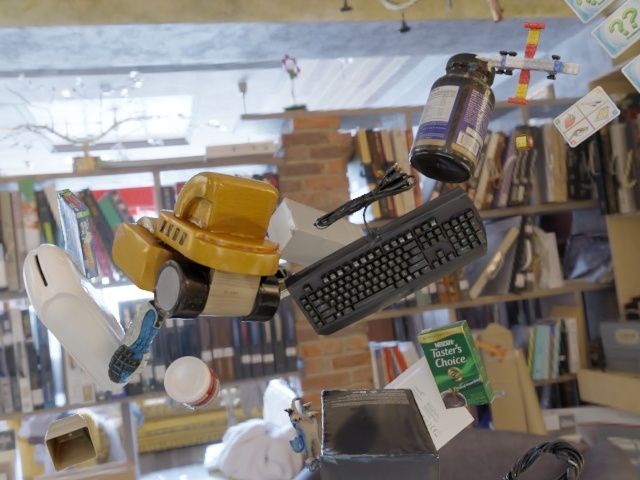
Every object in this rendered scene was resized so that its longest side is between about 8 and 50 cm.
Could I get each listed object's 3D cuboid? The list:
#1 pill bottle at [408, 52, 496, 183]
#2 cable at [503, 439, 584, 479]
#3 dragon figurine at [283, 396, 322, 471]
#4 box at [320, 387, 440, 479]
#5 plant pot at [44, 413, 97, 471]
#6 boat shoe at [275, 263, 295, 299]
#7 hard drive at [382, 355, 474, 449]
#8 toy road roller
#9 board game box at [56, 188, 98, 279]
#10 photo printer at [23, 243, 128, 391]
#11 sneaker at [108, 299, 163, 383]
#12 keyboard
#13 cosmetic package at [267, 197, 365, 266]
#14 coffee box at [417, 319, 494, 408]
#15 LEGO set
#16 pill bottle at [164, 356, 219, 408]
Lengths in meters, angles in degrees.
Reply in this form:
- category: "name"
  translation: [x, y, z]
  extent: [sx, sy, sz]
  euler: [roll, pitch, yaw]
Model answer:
- category: "pill bottle"
  translation: [0.250, -0.226, 1.182]
  extent: [0.123, 0.219, 0.123]
  euler: [19, -15, 5]
- category: "cable"
  translation: [0.493, 0.513, 1.442]
  extent: [0.185, 0.047, 0.150]
  euler: [-26, 21, 41]
- category: "dragon figurine"
  translation: [-0.043, 0.532, 1.778]
  extent: [0.085, 0.143, 0.289]
  euler: [-11, 7, -17]
- category: "box"
  translation: [0.090, 0.463, 1.087]
  extent: [0.179, 0.343, 0.312]
  euler: [-1, 5, 1]
- category: "plant pot"
  translation: [-0.665, 0.525, 1.709]
  extent: [0.109, 0.109, 0.096]
  euler: [-16, 26, -20]
- category: "boat shoe"
  translation: [-0.102, 0.097, 1.599]
  extent: [0.078, 0.070, 0.219]
  euler: [11, 12, 11]
- category: "hard drive"
  translation: [0.188, 0.445, 1.522]
  extent: [0.308, 0.203, 0.040]
  euler: [-38, 13, -4]
- category: "toy road roller"
  translation: [-0.199, -0.010, 1.124]
  extent: [0.203, 0.240, 0.330]
  euler: [9, 11, -41]
- category: "board game box"
  translation: [-0.624, -0.017, 1.654]
  extent: [0.035, 0.201, 0.136]
  euler: [-20, 38, -34]
- category: "photo printer"
  translation: [-0.542, 0.160, 1.428]
  extent: [0.107, 0.307, 0.256]
  euler: [-33, 38, -13]
- category: "sneaker"
  translation: [-0.397, 0.219, 1.390]
  extent: [0.071, 0.190, 0.083]
  euler: [31, -16, -17]
- category: "keyboard"
  translation: [0.090, 0.009, 0.999]
  extent: [0.317, 0.201, 0.033]
  euler: [-29, 17, 8]
- category: "cosmetic package"
  translation: [0.000, 0.000, 1.538]
  extent: [0.238, 0.127, 0.107]
  euler: [17, -58, -30]
- category: "coffee box"
  translation: [0.296, 0.275, 1.412]
  extent: [0.113, 0.184, 0.040]
  euler: [-18, 5, 32]
- category: "LEGO set"
  translation: [0.335, -0.233, 0.866]
  extent: [0.244, 0.182, 0.060]
  euler: [-40, -20, 31]
- category: "pill bottle"
  translation: [-0.242, 0.277, 1.235]
  extent: [0.086, 0.086, 0.152]
  euler: [-7, -21, -2]
